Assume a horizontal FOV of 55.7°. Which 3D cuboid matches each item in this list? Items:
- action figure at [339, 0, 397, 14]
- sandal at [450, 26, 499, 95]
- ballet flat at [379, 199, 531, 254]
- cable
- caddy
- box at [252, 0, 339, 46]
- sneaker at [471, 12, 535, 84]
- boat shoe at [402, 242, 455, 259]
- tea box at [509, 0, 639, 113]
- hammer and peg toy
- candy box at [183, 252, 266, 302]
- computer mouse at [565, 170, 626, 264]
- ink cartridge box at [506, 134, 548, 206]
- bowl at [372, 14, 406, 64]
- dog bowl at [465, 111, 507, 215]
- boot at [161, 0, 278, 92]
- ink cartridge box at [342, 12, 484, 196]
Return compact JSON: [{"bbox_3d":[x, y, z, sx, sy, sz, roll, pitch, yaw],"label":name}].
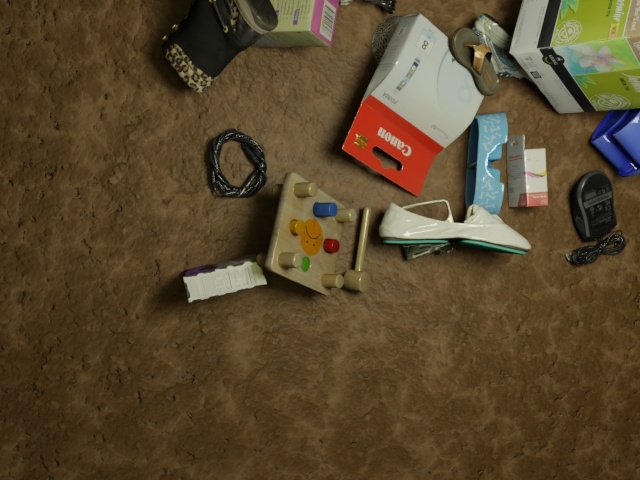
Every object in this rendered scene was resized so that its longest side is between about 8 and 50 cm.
[{"bbox_3d":[0.073,-0.689,1.593,0.276,0.141,0.164,9,100,-12],"label":"action figure"},{"bbox_3d":[0.418,-0.468,1.587,0.090,0.060,0.219,-50,121,-15],"label":"sandal"},{"bbox_3d":[0.357,-0.041,1.601,0.401,0.139,0.139,5,92,3],"label":"ballet flat"},{"bbox_3d":[-0.217,-0.206,1.609,0.151,0.047,0.184,-3,92,-10],"label":"cable"},{"bbox_3d":[0.940,-0.333,1.706,0.179,0.241,0.341,40,86,-3],"label":"caddy"},{"bbox_3d":[-0.083,-0.607,1.519,0.243,0.117,0.213,9,91,28],"label":"box"},{"bbox_3d":[0.515,-0.513,1.707,0.283,0.110,0.122,31,122,-22],"label":"sneaker"},{"bbox_3d":[0.338,0.002,1.702,0.219,0.078,0.070,-14,94,-1],"label":"boat shoe"},{"bbox_3d":[0.720,-0.503,1.545,0.329,0.324,0.219,26,76,-43],"label":"tea box"},{"bbox_3d":[0.000,0.000,1.581,0.361,0.127,0.265,28,68,-50],"label":"hammer and peg toy"},{"bbox_3d":[-0.245,0.092,1.557,0.196,0.165,0.070,-14,96,-9],"label":"candy box"},{"bbox_3d":[0.791,-0.076,1.781,0.189,0.072,0.272,-17,107,-11],"label":"computer mouse"},{"bbox_3d":[0.581,-0.195,1.710,0.067,0.115,0.198,-5,94,-8],"label":"ink cartridge box"},{"bbox_3d":[0.232,-0.542,1.655,0.170,0.080,0.170,0,92,-11],"label":"bowl"},{"bbox_3d":[0.452,-0.207,1.671,0.074,0.166,0.297,3,92,1],"label":"dog bowl"},{"bbox_3d":[-0.288,-0.581,1.486,0.284,0.138,0.377,-38,77,32],"label":"boot"},{"bbox_3d":[0.262,-0.345,1.607,0.308,0.091,0.384,27,86,-34],"label":"ink cartridge box"}]
